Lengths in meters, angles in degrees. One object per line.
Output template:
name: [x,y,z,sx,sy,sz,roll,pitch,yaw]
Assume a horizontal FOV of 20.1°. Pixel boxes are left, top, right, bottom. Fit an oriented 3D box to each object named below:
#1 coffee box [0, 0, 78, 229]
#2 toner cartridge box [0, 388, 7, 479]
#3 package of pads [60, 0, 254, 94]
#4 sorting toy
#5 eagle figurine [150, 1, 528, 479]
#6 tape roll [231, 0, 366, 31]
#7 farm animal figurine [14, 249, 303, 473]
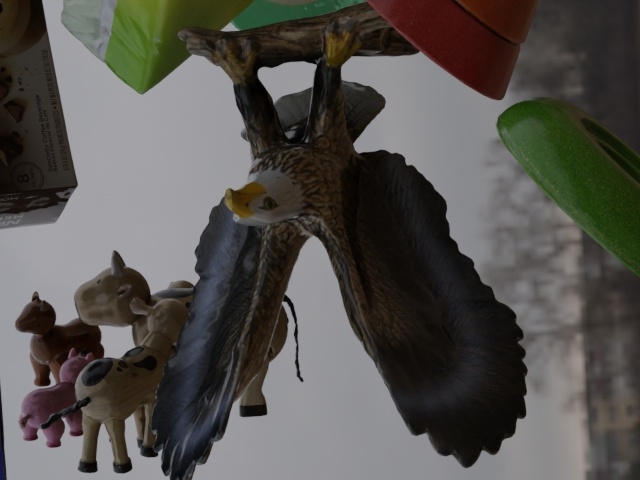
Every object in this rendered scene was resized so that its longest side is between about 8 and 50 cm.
coffee box: [-0.368,-0.165,1.874,0.119,0.168,0.297,138,123,-63]
toner cartridge box: [-0.327,0.103,1.350,0.075,0.165,0.348,-128,34,-50]
package of pads: [-0.063,-0.271,1.262,0.229,0.101,0.296,-45,-11,-33]
sorting toy: [0.154,-0.073,0.854,0.127,0.126,0.365,19,-153,-54]
eagle figurine: [-0.008,0.001,1.169,0.226,0.225,0.298,-9,89,55]
tape roll: [-0.007,-0.310,1.434,0.077,0.321,0.321,-16,-74,-39]
farm animal figurine: [-0.174,0.103,1.912,0.330,0.326,0.172,-147,56,-63]
